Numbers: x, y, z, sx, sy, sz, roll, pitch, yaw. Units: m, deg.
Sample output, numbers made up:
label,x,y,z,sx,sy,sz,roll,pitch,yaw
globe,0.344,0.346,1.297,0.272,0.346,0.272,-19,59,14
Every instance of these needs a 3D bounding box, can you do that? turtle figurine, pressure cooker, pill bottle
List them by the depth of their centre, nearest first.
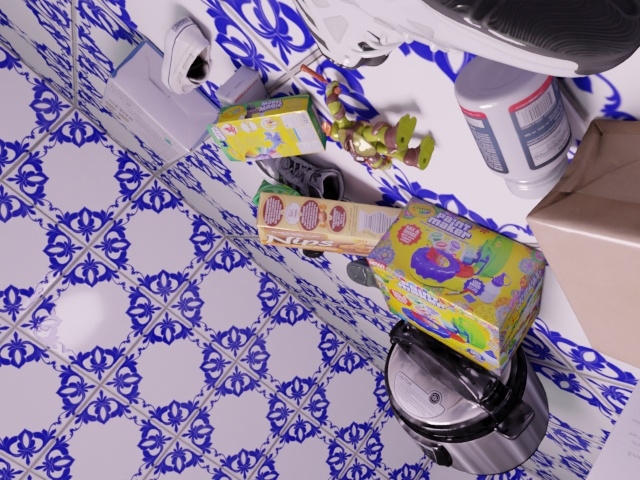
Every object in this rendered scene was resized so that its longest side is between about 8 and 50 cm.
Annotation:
label,x,y,z,sx,sy,sz,roll,pitch,yaw
pill bottle,0.242,-0.137,0.661,0.108,0.108,0.180,22,158,47
turtle figurine,0.075,-0.188,0.940,0.217,0.087,0.269,22,158,46
pressure cooker,0.369,0.373,1.420,0.370,0.375,0.420,-14,136,26

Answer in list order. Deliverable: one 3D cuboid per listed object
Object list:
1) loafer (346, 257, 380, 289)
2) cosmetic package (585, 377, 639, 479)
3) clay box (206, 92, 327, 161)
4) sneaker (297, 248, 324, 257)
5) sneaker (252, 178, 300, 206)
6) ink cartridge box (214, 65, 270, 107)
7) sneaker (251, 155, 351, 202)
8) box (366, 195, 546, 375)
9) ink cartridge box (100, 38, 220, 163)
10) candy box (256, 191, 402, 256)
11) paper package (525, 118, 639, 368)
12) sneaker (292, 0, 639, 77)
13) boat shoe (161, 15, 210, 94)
label,x,y,z,sx,sy,sz,roll,pitch,yaw
loafer,0.203,0.110,1.604,0.268,0.084,0.096,23,129,34
cosmetic package,0.570,0.418,0.885,0.230,0.453,0.162,46,163,-31
clay box,-0.110,-0.227,1.118,0.222,0.053,0.127,-3,149,18
sneaker,0.000,0.000,1.665,0.124,0.107,0.283,26,162,19
sneaker,-0.079,-0.096,1.508,0.296,0.123,0.109,22,160,47
ink cartridge box,-0.158,-0.295,1.159,0.052,0.088,0.122,33,165,29
sneaker,-0.040,-0.159,1.286,0.269,0.101,0.153,37,166,-19
box,0.286,0.096,1.134,0.290,0.177,0.279,29,162,31
ink cartridge box,-0.465,-0.368,1.539,0.270,0.151,0.396,44,163,-20
candy box,0.016,-0.031,1.265,0.317,0.087,0.183,8,166,-2
paper package,0.445,0.041,0.613,0.310,0.168,0.325,19,157,50
sneaker,0.111,-0.263,0.568,0.448,0.169,0.257,40,176,23
boat shoe,-0.286,-0.384,1.201,0.088,0.096,0.267,43,157,-3
